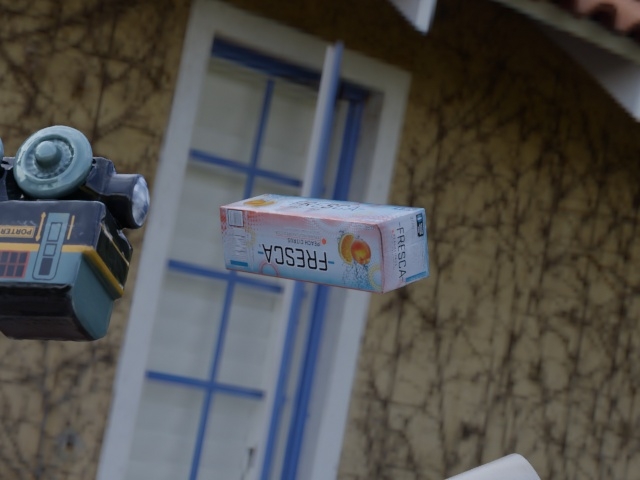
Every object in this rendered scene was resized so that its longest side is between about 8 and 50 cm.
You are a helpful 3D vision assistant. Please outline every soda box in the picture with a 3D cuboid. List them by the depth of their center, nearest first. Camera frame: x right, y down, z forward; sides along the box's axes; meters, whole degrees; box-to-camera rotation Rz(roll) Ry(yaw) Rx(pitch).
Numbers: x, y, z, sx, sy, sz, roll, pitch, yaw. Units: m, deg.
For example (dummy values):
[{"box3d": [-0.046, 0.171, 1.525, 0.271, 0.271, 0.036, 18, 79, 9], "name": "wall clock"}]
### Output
[{"box3d": [0.000, 0.000, 1.033, 0.183, 0.058, 0.063, 8, 18, 43], "name": "soda box"}]

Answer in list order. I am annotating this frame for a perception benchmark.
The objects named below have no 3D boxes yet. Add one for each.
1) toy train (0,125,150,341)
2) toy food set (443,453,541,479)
[{"box3d": [-0.329, -0.004, 1.184, 0.334, 0.190, 0.142, 2, -29, 11], "name": "toy train"}, {"box3d": [0.121, 0.355, 1.499, 0.219, 0.092, 0.306, -17, -17, -18], "name": "toy food set"}]
